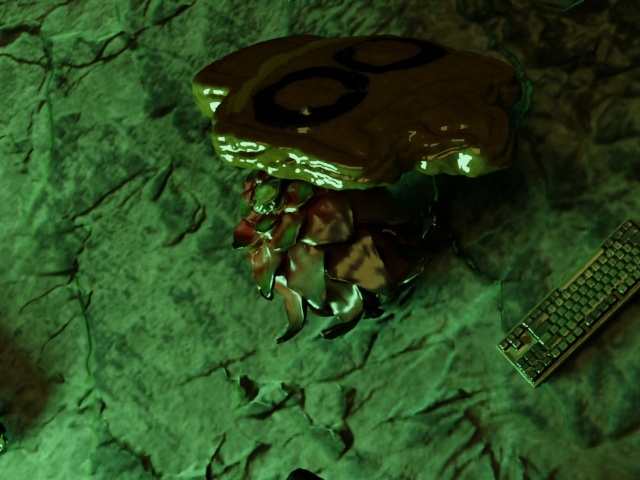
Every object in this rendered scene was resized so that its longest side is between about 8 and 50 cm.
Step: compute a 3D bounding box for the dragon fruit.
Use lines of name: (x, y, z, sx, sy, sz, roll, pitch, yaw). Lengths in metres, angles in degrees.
dragon fruit: (0.004, -0.003, 1.149, 0.130, 0.121, 0.142, -44, 71, 47)

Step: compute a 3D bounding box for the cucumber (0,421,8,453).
cucumber: (-0.311, 0.115, 1.323, 0.053, 0.053, 0.181, -44, 49, 4)

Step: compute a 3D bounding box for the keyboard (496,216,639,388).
keyboard: (0.178, 0.041, 1.079, 0.129, 0.015, 0.049, -44, 51, 4)

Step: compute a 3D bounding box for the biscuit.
biscuit: (0.024, -0.102, 1.160, 0.290, 0.041, 0.208, 20, 39, 41)

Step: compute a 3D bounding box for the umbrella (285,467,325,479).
umbrella: (-0.066, 0.274, 1.041, 0.272, 0.122, 0.110, -61, 29, 1)
